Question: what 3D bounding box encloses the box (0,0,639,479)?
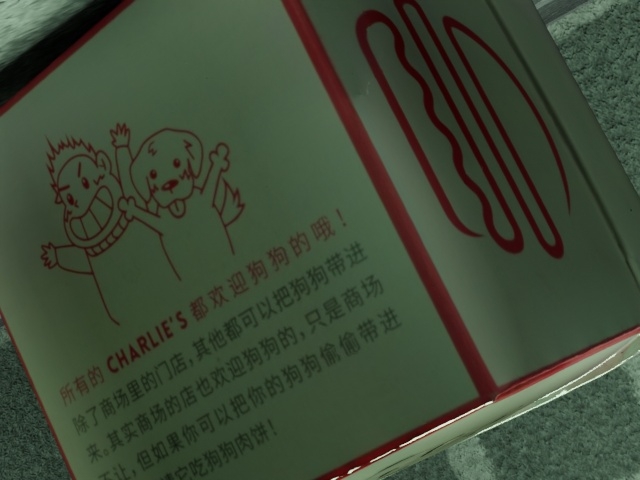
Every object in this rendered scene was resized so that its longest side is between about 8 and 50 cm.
[{"bbox_3d":[0.000,0.000,0.840,0.314,0.312,0.300,-33,169,32],"label":"box"}]
